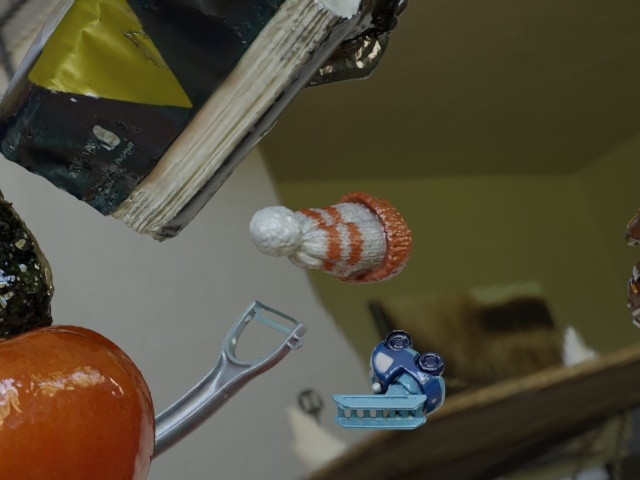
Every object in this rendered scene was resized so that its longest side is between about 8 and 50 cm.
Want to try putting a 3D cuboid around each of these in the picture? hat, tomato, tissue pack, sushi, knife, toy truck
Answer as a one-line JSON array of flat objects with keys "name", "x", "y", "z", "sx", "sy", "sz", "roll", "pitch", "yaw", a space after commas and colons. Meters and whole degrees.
[{"name": "hat", "x": 0.000, "y": 0.000, "z": 1.542, "sx": 0.162, "sy": 0.093, "sz": 0.112, "roll": -4, "pitch": -4, "yaw": -39}, {"name": "tomato", "x": -0.256, "y": 0.166, "z": 1.225, "sx": 0.260, "sy": 0.180, "sz": 0.260, "roll": -14, "pitch": 5, "yaw": 1}, {"name": "tissue pack", "x": -0.130, "y": -0.231, "z": 1.633, "sx": 0.253, "sy": 0.264, "sz": 0.416, "roll": 33, "pitch": -45, "yaw": -15}, {"name": "sushi", "x": -0.437, "y": -0.006, "z": 1.803, "sx": 0.171, "sy": 0.350, "sz": 0.211, "roll": -25, "pitch": -9, "yaw": -34}, {"name": "knife", "x": -0.134, "y": 0.169, "z": 1.570, "sx": 0.278, "sy": 0.053, "sz": 0.123, "roll": -39, "pitch": 23, "yaw": -18}, {"name": "toy truck", "x": 0.054, "y": 0.123, "z": 1.270, "sx": 0.090, "sy": 0.073, "sz": 0.056, "roll": -34, "pitch": -40, "yaw": -31}]

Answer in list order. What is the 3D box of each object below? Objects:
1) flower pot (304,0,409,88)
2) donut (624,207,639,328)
[{"name": "flower pot", "x": -0.015, "y": -0.341, "z": 1.943, "sx": 0.302, "sy": 0.302, "sz": 0.213, "roll": -15, "pitch": -39, "yaw": -20}, {"name": "donut", "x": 0.414, "y": 0.003, "z": 1.678, "sx": 0.216, "sy": 0.096, "sz": 0.230, "roll": -28, "pitch": 26, "yaw": 47}]
